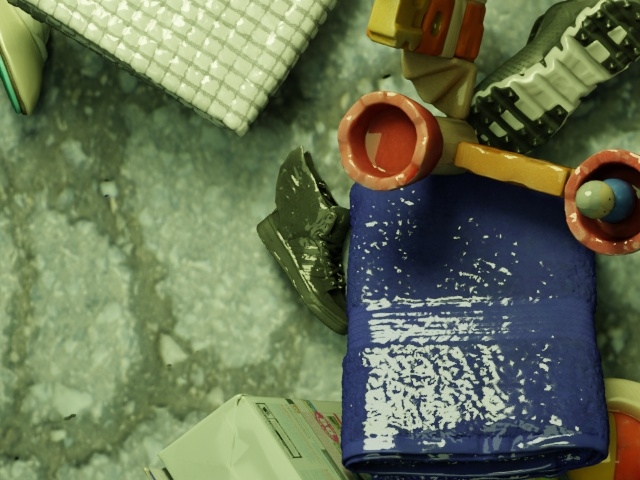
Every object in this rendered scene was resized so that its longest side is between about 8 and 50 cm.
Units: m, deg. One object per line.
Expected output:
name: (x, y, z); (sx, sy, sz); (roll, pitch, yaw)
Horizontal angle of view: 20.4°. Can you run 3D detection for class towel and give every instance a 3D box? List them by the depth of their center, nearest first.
towel: (0.134, 0.073, 1.578); (0.228, 0.076, 0.308); (-2, 55, 5)
towel: (-0.129, -0.259, 1.708); (0.284, 0.121, 0.235); (31, 84, -2)

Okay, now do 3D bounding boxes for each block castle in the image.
block castle: (0.199, -0.237, 1.462); (0.303, 0.213, 0.453); (17, 99, 27)

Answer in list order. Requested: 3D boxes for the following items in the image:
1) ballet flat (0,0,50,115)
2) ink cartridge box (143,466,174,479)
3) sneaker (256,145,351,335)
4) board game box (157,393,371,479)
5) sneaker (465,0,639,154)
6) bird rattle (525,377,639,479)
ballet flat: (-0.323, -0.245, 1.816); (0.086, 0.086, 0.248); (-31, 74, 10)
ink cartridge box: (-0.069, 0.277, 1.531); (0.065, 0.333, 0.165); (-36, 73, 9)
sneaker: (0.001, 0.000, 1.696); (0.089, 0.051, 0.170); (-41, 70, 12)
board game box: (0.008, 0.248, 1.526); (0.097, 0.303, 0.224); (-37, 74, 11)
sneaker: (0.210, -0.158, 1.644); (0.234, 0.106, 0.078); (-39, 109, 24)
bird rattle: (0.261, 0.217, 1.555); (0.253, 0.143, 0.207); (-3, 65, 13)
